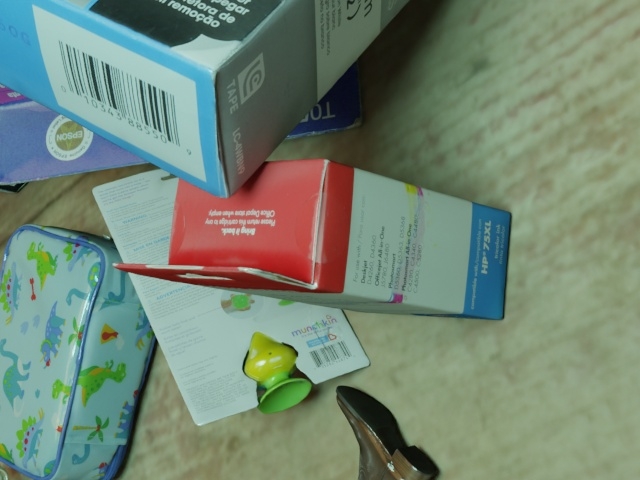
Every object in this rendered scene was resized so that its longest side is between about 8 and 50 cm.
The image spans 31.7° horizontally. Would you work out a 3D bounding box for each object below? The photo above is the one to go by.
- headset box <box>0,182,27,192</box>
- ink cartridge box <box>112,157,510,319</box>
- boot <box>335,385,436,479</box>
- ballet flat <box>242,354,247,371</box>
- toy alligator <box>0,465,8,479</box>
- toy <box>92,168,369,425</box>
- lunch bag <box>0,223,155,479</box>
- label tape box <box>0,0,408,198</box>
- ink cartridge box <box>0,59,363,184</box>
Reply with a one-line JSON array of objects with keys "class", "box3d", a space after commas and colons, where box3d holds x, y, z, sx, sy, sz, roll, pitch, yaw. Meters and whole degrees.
[{"class": "headset box", "box3d": [-0.327, -0.237, 1.157, 0.246, 0.131, 0.283, -38, 57, 32]}, {"class": "ink cartridge box", "box3d": [0.000, 0.000, 0.718, 0.134, 0.231, 0.078, 0, 81, 44]}, {"class": "boot", "box3d": [0.021, 0.176, 0.801, 0.106, 0.037, 0.114, 47, 118, 42]}, {"class": "ballet flat", "box3d": [-0.105, 0.063, 0.935, 0.070, 0.070, 0.188, -39, 54, 31]}, {"class": "toy alligator", "box3d": [-0.328, 0.160, 1.129, 0.051, 0.056, 0.189, 102, 159, -69]}, {"class": "toy", "box3d": [-0.075, 0.036, 0.881, 0.056, 0.137, 0.237, 94, 152, -49]}, {"class": "lunch bag", "box3d": [-0.234, 0.098, 1.021, 0.176, 0.090, 0.218, 12, 89, 44]}, {"class": "label tape box", "box3d": [-0.062, -0.217, 0.733, 0.249, 0.115, 0.347, 27, 59, 21]}, {"class": "ink cartridge box", "box3d": [-0.136, -0.230, 0.924, 0.324, 0.071, 0.330, -8, 72, 14]}]
